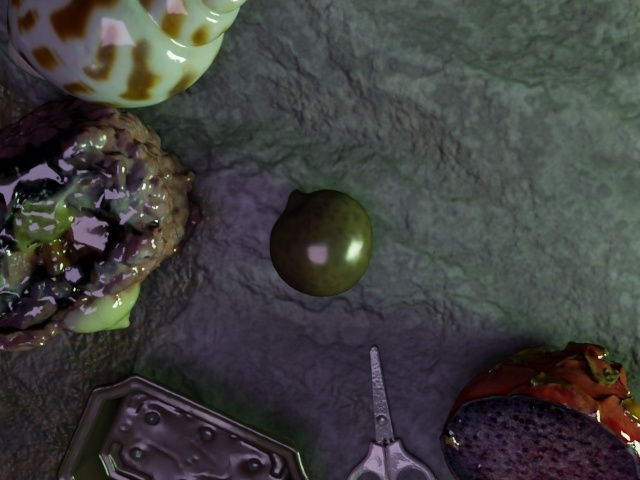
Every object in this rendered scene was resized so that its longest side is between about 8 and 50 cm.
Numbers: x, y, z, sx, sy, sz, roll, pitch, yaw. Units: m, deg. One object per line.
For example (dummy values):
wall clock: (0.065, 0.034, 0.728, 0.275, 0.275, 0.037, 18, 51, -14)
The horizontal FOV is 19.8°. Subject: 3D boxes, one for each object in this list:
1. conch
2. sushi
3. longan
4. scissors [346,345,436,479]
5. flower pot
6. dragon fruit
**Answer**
conch: (-0.183, -0.219, 1.761, 0.275, 0.149, 0.182, -14, 96, 6)
sushi: (-0.257, -0.011, 1.819, 0.270, 0.171, 0.236, -24, 100, 9)
longan: (0.000, 0.000, 1.824, 0.113, 0.092, 0.113, 2, 99, 15)
scissors: (0.066, 0.200, 1.911, 0.100, 0.015, 0.189, -6, 102, 8)
flower pot: (-0.136, 0.238, 1.914, 0.251, 0.084, 0.178, 25, 107, 0)
dragon fruit: (0.240, 0.178, 1.827, 0.224, 0.148, 0.218, 35, 138, -12)
